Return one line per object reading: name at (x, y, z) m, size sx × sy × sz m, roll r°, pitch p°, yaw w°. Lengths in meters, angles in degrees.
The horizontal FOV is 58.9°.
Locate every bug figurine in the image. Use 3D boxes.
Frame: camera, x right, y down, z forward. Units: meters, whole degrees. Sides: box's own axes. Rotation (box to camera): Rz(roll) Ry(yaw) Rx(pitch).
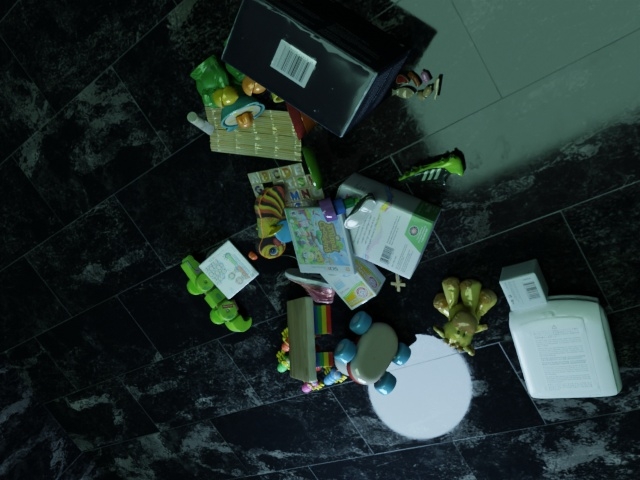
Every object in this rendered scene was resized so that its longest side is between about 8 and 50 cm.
bug figurine at (-0.054, 0.448, 2.020) m, size 0.279 × 0.072 × 0.216 m, roll 38°, pitch 132°, yaw 3°

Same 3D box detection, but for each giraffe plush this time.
giraffe plush at (0.405, 0.232, 1.644) m, size 0.182 × 0.170 × 0.210 m, roll 9°, pitch 120°, yaw 20°

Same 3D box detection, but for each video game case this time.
video game case at (-0.316, 0.100, 1.956) m, size 0.143 × 0.019 × 0.157 m, roll -40°, pitch 96°, yaw 8°
video game case at (0.000, 0.000, 1.652) m, size 0.194 × 0.023 × 0.212 m, roll 0°, pitch 114°, yaw 33°

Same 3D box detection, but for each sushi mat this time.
sushi mat at (-0.201, -0.325, 1.706) m, size 0.317 × 0.019 × 0.151 m, roll 9°, pitch 119°, yaw 19°

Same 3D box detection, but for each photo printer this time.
photo printer at (0.680, 0.293, 1.592) m, size 0.256 × 0.107 × 0.307 m, roll -12°, pitch 111°, yaw 29°

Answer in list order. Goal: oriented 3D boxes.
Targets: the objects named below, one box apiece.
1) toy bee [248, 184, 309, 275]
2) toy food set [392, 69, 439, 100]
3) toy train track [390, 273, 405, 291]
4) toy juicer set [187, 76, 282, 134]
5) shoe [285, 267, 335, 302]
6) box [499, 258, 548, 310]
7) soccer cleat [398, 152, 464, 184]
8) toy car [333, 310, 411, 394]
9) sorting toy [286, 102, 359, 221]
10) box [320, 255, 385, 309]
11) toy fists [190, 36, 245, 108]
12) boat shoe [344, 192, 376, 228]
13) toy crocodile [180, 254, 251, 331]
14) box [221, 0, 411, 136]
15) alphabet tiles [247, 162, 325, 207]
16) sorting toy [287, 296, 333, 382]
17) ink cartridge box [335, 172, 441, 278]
toy bee at (-0.151, -0.011, 1.740) m, size 0.298 × 0.162 × 0.195 m, roll 67°, pitch 162°, yaw 6°
toy food set at (0.247, -0.403, 1.463) m, size 0.122 × 0.019 × 0.077 m, roll 18°, pitch 123°, yaw 24°
toy train track at (0.241, 0.117, 1.753) m, size 0.048 × 0.014 × 0.083 m, roll 5°, pitch 113°, yaw 30°
toy juicer set at (-0.240, -0.355, 1.572) m, size 0.329 × 0.209 × 0.089 m, roll -26°, pitch 86°, yaw 26°
shoe at (-0.036, 0.151, 1.864) m, size 0.178 × 0.063 × 0.081 m, roll 14°, pitch 116°, yaw 12°
box at (0.562, 0.122, 1.564) m, size 0.102 × 0.087 × 0.101 m, roll -18°, pitch 108°, yaw 32°
soccer cleat at (0.300, -0.177, 1.538) m, size 0.179 × 0.060 × 0.072 m, roll -17°, pitch 110°, yaw 28°
toy car at (0.128, 0.370, 1.870) m, size 0.219 × 0.210 × 0.238 m, roll 40°, pitch 155°, yaw -16°
sorting toy at (0.016, -0.237, 1.545) m, size 0.126 × 0.127 × 0.365 m, roll -19°, pitch 81°, yaw 3°
box at (0.088, 0.094, 1.754) m, size 0.114 × 0.103 × 0.203 m, roll -35°, pitch 99°, yaw 35°
toy fists at (-0.246, -0.477, 1.598) m, size 0.279 × 0.096 × 0.142 m, roll -30°, pitch 102°, yaw 32°
boat shoe at (0.106, -0.081, 1.547) m, size 0.046 × 0.038 × 0.125 m, roll 20°, pitch 132°, yaw -22°
toy crocodile at (-0.376, 0.192, 2.022) m, size 0.340 × 0.105 × 0.115 m, roll 53°, pitch 147°, yaw -3°
box at (0.002, -0.449, 1.368) m, size 0.343 × 0.312 × 0.178 m, roll 34°, pitch 126°, yaw 5°
alphabet tiles at (-0.097, -0.137, 1.769) m, size 0.238 × 0.009 × 0.198 m, roll -7°, pitch 113°, yaw 28°
sorting toy at (-0.033, 0.316, 1.835) m, size 0.090 × 0.255 × 0.256 m, roll -1°, pitch 81°, yaw -17°
ink cartridge box at (0.175, -0.046, 1.628) m, size 0.278 × 0.117 × 0.201 m, roll 24°, pitch 124°, yaw 12°
